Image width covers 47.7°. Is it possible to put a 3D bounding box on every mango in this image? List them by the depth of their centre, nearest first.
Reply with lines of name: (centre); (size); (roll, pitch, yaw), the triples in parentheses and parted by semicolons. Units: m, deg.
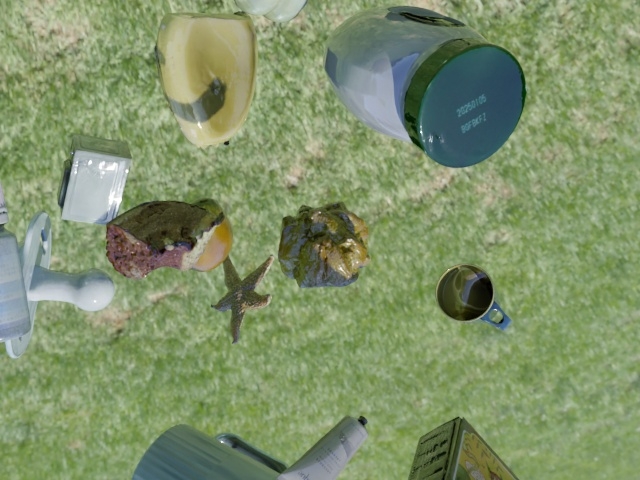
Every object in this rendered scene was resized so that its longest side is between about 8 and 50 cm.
mango: (-0.274, -0.010, 1.675); (0.152, 0.120, 0.221); (-57, 166, -18)

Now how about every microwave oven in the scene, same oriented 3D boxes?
microwave oven: (-0.597, -0.162, 1.908); (0.162, 0.129, 0.205); (10, 115, -26)

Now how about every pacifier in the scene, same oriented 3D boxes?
pacifier: (-0.507, 0.094, 1.377); (0.225, 0.287, 0.238); (8, 144, -5)

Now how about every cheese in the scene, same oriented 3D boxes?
cheese: (-0.256, -0.367, 1.666); (0.259, 0.128, 0.316); (-9, 111, -35)

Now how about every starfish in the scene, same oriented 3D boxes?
starfish: (-0.211, 0.132, 2.036); (0.231, 0.295, 0.048); (-29, 142, 25)

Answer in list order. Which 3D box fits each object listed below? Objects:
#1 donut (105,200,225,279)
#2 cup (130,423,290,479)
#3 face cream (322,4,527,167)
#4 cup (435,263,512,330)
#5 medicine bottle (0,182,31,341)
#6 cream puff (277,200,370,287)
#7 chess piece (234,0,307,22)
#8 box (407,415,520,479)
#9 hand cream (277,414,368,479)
donut: (-0.295, -0.003, 1.369); (0.186, 0.144, 0.126); (-41, 159, -52)
cup: (-0.243, 0.584, 1.720); (0.331, 0.311, 0.257); (-50, 150, -36)
face cream: (0.175, -0.291, 1.295); (0.312, 0.357, 0.220); (-2, 120, -27)
cup: (0.358, 0.142, 1.644); (0.131, 0.176, 0.155); (-51, 156, 5)
medicine bottle: (-0.400, 0.018, 0.859); (0.083, 0.203, 0.083); (-6, -176, 0)
cream puff: (0.004, 0.009, 1.763); (0.243, 0.196, 0.244); (-3, -166, 1)
chess piece: (-0.139, -0.364, 0.927); (0.243, 0.133, 0.133); (0, 145, -34)
box: (0.348, 0.657, 1.584); (0.138, 0.373, 0.420); (-40, -175, 30)
hand cream: (0.017, 0.380, 1.276); (0.186, 0.087, 0.054); (-43, 178, -23)
